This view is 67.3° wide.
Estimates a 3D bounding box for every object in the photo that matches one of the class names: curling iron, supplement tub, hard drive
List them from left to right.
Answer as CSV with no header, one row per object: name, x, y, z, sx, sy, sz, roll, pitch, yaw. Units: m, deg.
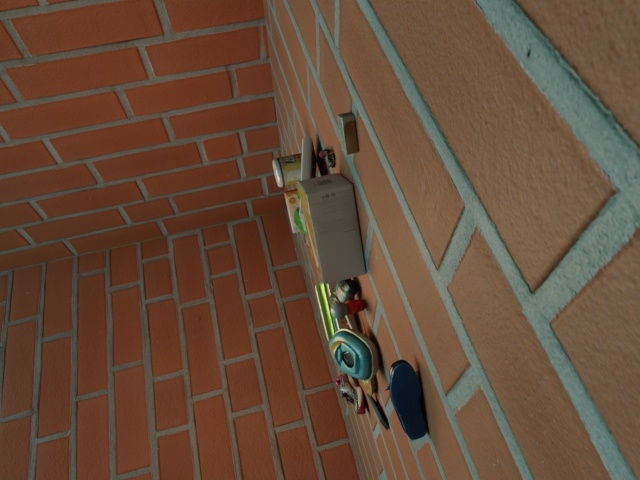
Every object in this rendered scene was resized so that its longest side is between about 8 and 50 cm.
supplement tub,-0.125,-0.349,2.361,0.144,0.200,0.144,167,90,-82
hard drive,-0.054,-0.243,2.139,0.233,0.047,0.353,75,-164,-72
curling iron,0.016,-0.339,1.952,0.274,0.035,0.068,-127,25,-71

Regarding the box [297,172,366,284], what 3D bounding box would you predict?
box,0.039,-0.049,1.772,0.215,0.168,0.345,-122,20,-68

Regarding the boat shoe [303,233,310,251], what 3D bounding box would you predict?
boat shoe,-0.041,-0.060,2.579,0.104,0.111,0.307,144,112,-83

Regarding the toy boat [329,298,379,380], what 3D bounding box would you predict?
toy boat,0.110,0.389,1.904,0.267,0.148,0.318,10,106,55

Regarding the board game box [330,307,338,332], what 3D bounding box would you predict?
board game box,0.106,0.505,2.578,0.336,0.079,0.253,100,156,-71

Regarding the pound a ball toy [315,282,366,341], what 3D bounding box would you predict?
pound a ball toy,0.111,0.319,2.155,0.208,0.136,0.319,-35,66,55

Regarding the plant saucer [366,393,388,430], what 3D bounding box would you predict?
plant saucer,0.248,0.738,2.084,0.067,0.018,0.192,55,-179,-21

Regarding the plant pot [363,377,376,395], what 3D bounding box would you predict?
plant pot,0.204,0.569,2.143,0.236,0.032,0.236,166,90,-82

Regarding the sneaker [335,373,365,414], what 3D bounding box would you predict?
sneaker,0.165,0.821,2.561,0.299,0.112,0.120,-124,22,-68

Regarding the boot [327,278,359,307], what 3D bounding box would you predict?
boot,0.068,0.198,2.028,0.161,0.083,0.246,-60,29,23

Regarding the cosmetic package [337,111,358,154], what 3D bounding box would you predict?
cosmetic package,0.083,-0.323,1.455,0.060,0.041,0.115,-118,16,-61

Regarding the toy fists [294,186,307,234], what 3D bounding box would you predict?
toy fists,-0.058,-0.160,2.436,0.142,0.096,0.279,49,137,50

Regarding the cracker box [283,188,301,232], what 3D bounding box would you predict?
cracker box,-0.103,-0.172,2.673,0.067,0.156,0.232,-134,32,-76

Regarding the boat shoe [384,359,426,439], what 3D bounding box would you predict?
boat shoe,0.239,0.458,1.403,0.089,0.109,0.258,-115,16,-73
